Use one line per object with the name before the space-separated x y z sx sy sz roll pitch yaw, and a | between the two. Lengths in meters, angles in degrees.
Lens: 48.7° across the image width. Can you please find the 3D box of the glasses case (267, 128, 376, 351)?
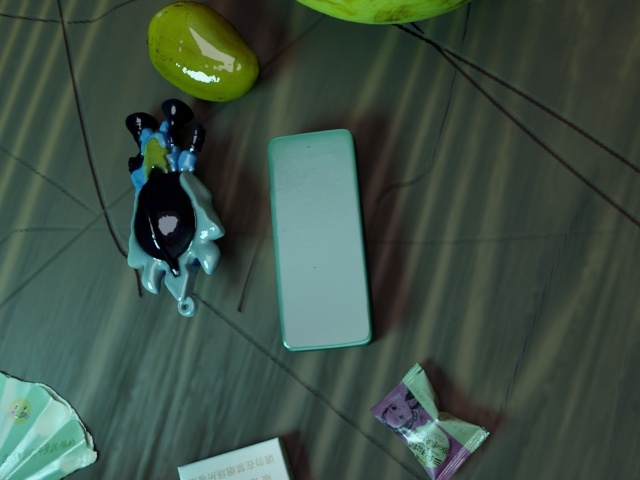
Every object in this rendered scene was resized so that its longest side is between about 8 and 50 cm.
glasses case | 0.000 0.000 0.602 0.078 0.039 0.184 -6 79 7

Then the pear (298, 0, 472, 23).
pear | 0.052 -0.304 0.540 0.281 0.281 0.281 -2 79 8

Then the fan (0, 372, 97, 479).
fan | -0.314 0.184 0.631 0.240 0.009 0.131 -9 76 7

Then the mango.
mango | -0.104 -0.169 0.638 0.114 0.060 0.080 28 88 8

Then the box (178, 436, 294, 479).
box | -0.052 0.253 0.570 0.090 0.024 0.167 -18 77 4

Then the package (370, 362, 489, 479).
package | 0.086 0.146 0.569 0.059 0.029 0.083 -48 66 5

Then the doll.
doll | -0.129 -0.028 0.613 0.096 0.070 0.195 -19 70 20
